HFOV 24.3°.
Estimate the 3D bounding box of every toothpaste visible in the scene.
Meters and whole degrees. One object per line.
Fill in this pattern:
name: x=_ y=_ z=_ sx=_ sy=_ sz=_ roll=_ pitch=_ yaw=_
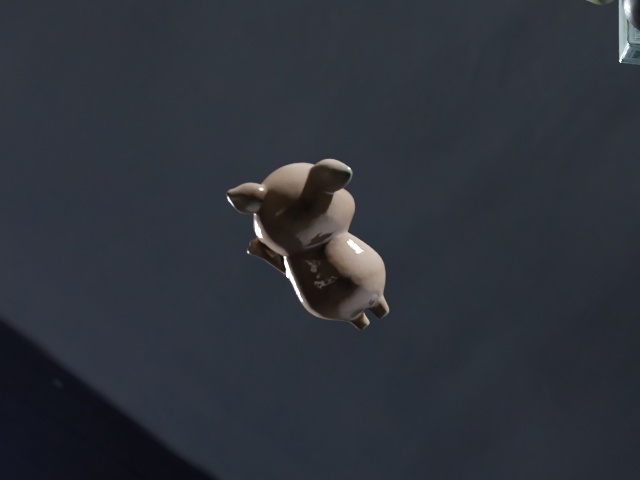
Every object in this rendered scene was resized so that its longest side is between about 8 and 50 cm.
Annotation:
toothpaste: x=0.298 y=-0.246 z=1.391 sx=0.046 sy=0.034 sz=0.164 roll=94 pitch=180 yaw=-71

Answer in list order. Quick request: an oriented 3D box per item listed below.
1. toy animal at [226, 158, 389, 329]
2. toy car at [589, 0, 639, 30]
toy animal: x=0.001 y=0.001 z=1.127 sx=0.083 sy=0.150 sz=0.089 roll=-39 pitch=15 yaw=-17
toy car: x=0.192 y=-0.233 z=0.707 sx=0.248 sy=0.198 sz=0.204 roll=-9 pitch=62 yaw=25
